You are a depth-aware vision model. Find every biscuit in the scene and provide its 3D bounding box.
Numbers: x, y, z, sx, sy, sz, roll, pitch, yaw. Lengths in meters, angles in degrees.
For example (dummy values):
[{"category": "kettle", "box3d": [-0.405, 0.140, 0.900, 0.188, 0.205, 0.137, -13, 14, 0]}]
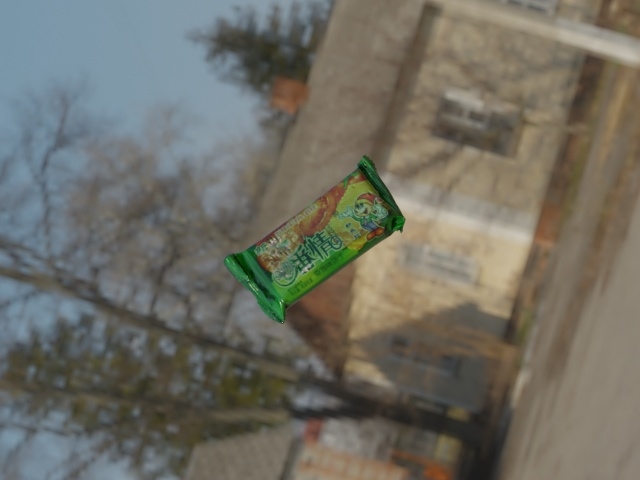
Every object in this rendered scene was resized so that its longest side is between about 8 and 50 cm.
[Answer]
[{"category": "biscuit", "box3d": [0.000, 0.000, 0.832, 0.089, 0.046, 0.016, -36, -28, -5]}]
